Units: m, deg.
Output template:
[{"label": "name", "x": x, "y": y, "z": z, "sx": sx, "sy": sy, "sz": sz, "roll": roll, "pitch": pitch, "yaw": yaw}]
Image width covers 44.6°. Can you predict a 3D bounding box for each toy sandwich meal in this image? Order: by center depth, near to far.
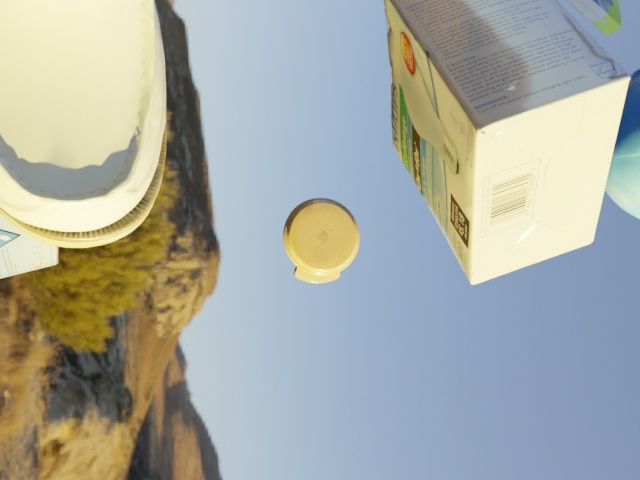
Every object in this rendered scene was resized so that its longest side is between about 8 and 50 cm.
[{"label": "toy sandwich meal", "x": 0.000, "y": 0.000, "z": 0.770, "sx": 0.029, "sy": 0.085, "sz": 0.085, "roll": 158, "pitch": -72, "yaw": -75}]

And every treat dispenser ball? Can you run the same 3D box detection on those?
[{"label": "treat dispenser ball", "x": 0.605, "y": -0.165, "z": 1.305, "sx": 0.288, "sy": 0.288, "sz": 0.288, "roll": 177, "pitch": -90, "yaw": -75}]

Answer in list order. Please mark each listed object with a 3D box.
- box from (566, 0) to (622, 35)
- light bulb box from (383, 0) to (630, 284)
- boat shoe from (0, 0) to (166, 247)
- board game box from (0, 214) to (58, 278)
[{"label": "box", "x": 0.509, "y": -0.483, "z": 1.495, "sx": 0.042, "sy": 0.178, "sz": 0.109, "roll": -25, "pitch": -130, "yaw": 44}, {"label": "light bulb box", "x": 0.268, "y": -0.195, "z": 1.234, "sx": 0.358, "sy": 0.225, "sz": 0.361, "roll": 79, "pitch": -9, "yaw": -50}, {"label": "boat shoe", "x": -0.126, "y": -0.150, "z": 0.337, "sx": 0.103, "sy": 0.113, "sz": 0.302, "roll": 145, "pitch": -66, "yaw": -64}, {"label": "board game box", "x": -0.373, "y": 0.003, "z": 0.884, "sx": 0.027, "sy": 0.145, "sz": 0.281, "roll": 70, "pitch": -22, "yaw": 8}]
